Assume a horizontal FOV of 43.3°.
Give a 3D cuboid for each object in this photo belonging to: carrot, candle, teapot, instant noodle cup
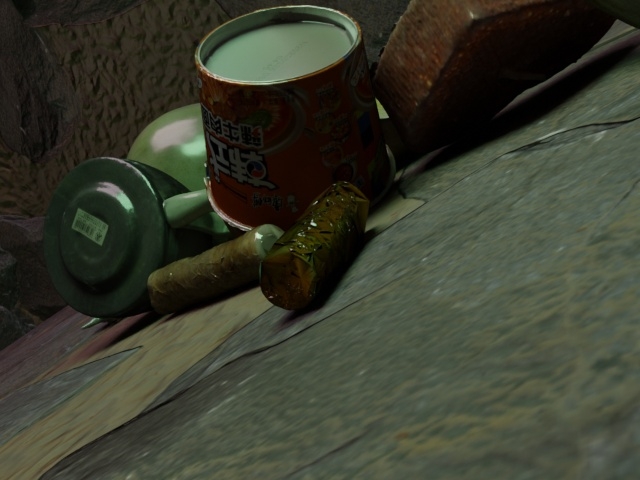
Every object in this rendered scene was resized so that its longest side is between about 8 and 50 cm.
[{"bbox_3d":[-0.001,0.000,0.734,0.069,0.069,0.229,-29,9,22],"label":"carrot"},{"bbox_3d":[0.207,-0.236,0.962,0.316,0.131,0.287,-34,-19,13],"label":"candle"},{"bbox_3d":[-0.248,-0.032,1.257,0.322,0.239,0.239,-48,-21,20],"label":"teapot"},{"bbox_3d":[-0.039,-0.156,0.983,0.250,0.192,0.250,-6,39,5],"label":"instant noodle cup"}]

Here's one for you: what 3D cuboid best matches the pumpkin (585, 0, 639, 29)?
[{"bbox_3d":[0.372,-0.257,0.798,0.217,0.110,0.217,-22,-4,-2],"label":"pumpkin"}]

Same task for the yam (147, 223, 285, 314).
[{"bbox_3d":[-0.133,0.041,1.008,0.066,0.066,0.299,-37,11,-38],"label":"yam"}]

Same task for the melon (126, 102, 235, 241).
[{"bbox_3d":[-0.193,-0.123,1.502,0.330,0.269,0.268,-7,-2,-22],"label":"melon"}]

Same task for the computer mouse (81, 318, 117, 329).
[{"bbox_3d":[-0.342,0.051,1.581,0.199,0.115,0.389,-29,7,45],"label":"computer mouse"}]

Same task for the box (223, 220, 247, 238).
[{"bbox_3d":[-0.083,-0.029,1.074,0.037,0.105,0.105,-48,15,-32],"label":"box"}]

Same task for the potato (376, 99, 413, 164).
[{"bbox_3d":[0.064,-0.171,1.267,0.239,0.116,0.299,-25,27,-30],"label":"potato"}]
